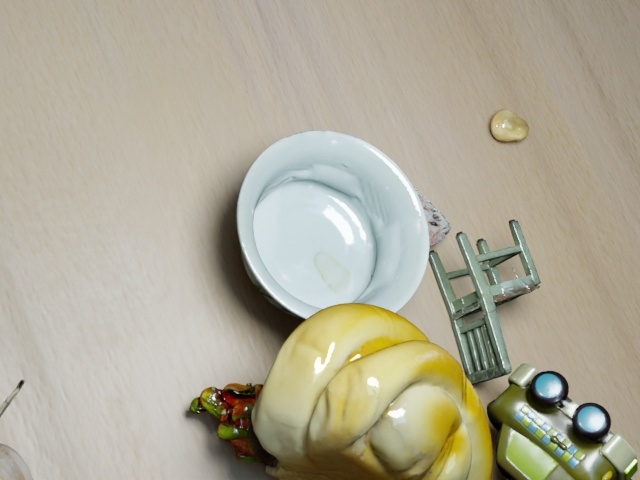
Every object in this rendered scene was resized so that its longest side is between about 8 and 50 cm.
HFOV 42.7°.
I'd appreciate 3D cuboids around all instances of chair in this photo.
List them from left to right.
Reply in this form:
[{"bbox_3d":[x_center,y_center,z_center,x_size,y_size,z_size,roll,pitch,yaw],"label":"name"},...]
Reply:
[{"bbox_3d":[0.326,0.115,1.535,0.147,0.136,0.271,-12,75,-25],"label":"chair"}]

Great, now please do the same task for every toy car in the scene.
[{"bbox_3d":[0.379,0.351,1.380,0.198,0.204,0.248,-45,56,-8],"label":"toy car"}]

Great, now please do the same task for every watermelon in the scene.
[{"bbox_3d":[0.185,-0.024,1.569,0.139,0.071,0.187,12,59,-26],"label":"watermelon"}]

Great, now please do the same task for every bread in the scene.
[{"bbox_3d":[0.084,0.291,1.244,0.329,0.245,0.424,-45,133,-7],"label":"bread"}]

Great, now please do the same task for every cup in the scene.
[{"bbox_3d":[0.000,0.000,1.423,0.347,0.163,0.347,8,68,-20],"label":"cup"}]

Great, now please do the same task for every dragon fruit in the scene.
[{"bbox_3d":[-0.117,0.279,1.310,0.175,0.142,0.138,22,25,10],"label":"dragon fruit"}]

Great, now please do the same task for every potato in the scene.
[{"bbox_3d":[0.401,-0.241,1.737,0.083,0.062,0.068,12,96,5],"label":"potato"}]

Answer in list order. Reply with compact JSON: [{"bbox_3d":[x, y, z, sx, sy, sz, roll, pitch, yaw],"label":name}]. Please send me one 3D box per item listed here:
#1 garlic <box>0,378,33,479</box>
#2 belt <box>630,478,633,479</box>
[{"bbox_3d":[-0.426,0.339,1.125,0.207,0.207,0.257,31,64,-10],"label":"garlic"},{"bbox_3d":[0.443,0.525,1.449,0.260,0.122,0.325,40,60,0],"label":"belt"}]
